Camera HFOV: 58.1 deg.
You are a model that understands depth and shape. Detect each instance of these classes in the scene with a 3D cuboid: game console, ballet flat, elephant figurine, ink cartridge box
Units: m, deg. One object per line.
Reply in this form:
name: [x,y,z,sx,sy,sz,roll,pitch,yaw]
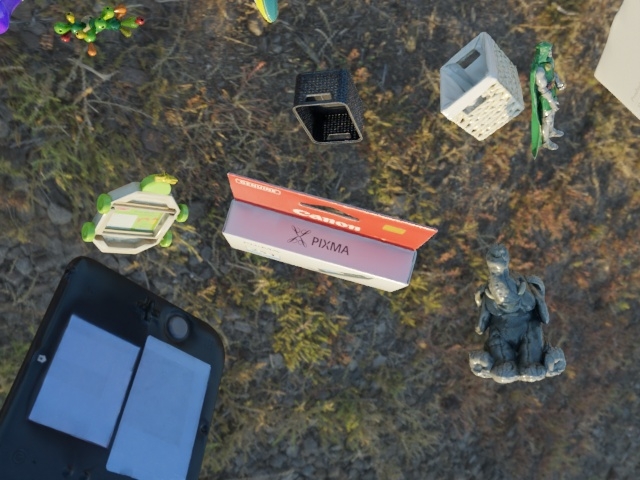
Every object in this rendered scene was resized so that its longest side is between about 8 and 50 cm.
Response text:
game console: [-0.317,0.257,0.934,0.342,0.060,0.386,42,40,-36]
ballet flat: [-0.195,-0.825,1.862,0.077,0.077,0.230,-53,149,-33]
elephant figurine: [0.346,0.123,1.036,0.170,0.186,0.239,-6,85,-19]
ink cartridge box: [0.000,0.000,0.880,0.297,0.261,0.066,15,79,-1]

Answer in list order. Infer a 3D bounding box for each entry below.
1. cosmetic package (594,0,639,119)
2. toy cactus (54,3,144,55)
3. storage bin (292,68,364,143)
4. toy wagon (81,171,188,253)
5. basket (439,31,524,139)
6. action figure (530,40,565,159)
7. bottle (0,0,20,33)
cosmetic package: [0.643,-0.230,0.865,0.162,0.453,0.230,-15,143,-10]
toy cactus: [-0.594,-0.565,1.532,0.219,0.181,0.112,-29,121,-25]
storage bin: [0.022,-0.294,1.287,0.180,0.122,0.084,48,44,-65]
toy wagon: [-0.526,-0.085,1.692,0.267,0.068,0.344,6,135,-45]
basket: [0.293,-0.279,1.052,0.103,0.167,0.113,35,131,-22]
action figure: [0.462,-0.298,1.177,0.137,0.064,0.232,-59,140,-34]
bottle: [-0.444,-0.238,0.657,0.118,0.092,0.282,97,16,-56]
